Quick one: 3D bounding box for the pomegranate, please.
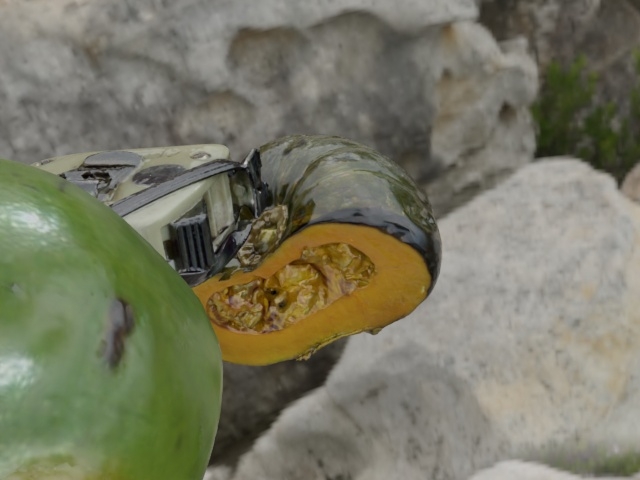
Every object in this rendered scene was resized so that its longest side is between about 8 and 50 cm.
[{"bbox_3d":[-0.144,0.076,0.445,0.190,0.159,0.240,-29,49,27],"label":"pomegranate"}]

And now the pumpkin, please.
[{"bbox_3d":[0.000,0.000,1.569,0.325,0.242,0.232,-21,38,27],"label":"pumpkin"}]

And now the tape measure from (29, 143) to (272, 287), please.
[{"bbox_3d":[-0.200,-0.020,1.375,0.271,0.133,0.231,-2,25,7],"label":"tape measure"}]
